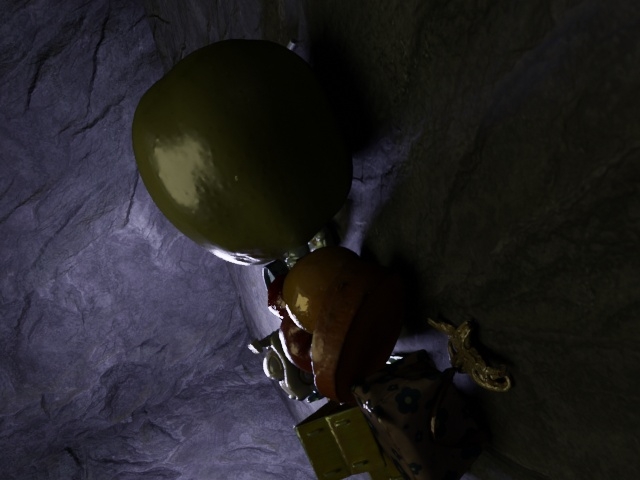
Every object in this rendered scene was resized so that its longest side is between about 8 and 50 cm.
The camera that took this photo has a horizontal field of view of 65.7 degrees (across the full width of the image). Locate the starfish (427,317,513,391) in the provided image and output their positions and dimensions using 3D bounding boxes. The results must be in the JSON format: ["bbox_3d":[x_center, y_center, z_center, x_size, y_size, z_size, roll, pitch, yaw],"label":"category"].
[{"bbox_3d":[0.265,0.209,0.928,0.209,0.053,0.150,49,149,48],"label":"starfish"}]

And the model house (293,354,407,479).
[{"bbox_3d":[0.107,0.489,1.258,0.300,0.324,0.340,67,162,5],"label":"model house"}]

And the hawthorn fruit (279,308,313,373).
[{"bbox_3d":[0.007,0.271,1.467,0.254,0.254,0.300,63,177,15],"label":"hawthorn fruit"}]

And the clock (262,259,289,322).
[{"bbox_3d":[-0.156,0.241,2.120,0.319,0.066,0.319,54,157,34],"label":"clock"}]

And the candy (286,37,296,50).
[{"bbox_3d":[-0.135,-0.411,1.291,0.365,0.124,0.124,-31,81,60],"label":"candy"}]

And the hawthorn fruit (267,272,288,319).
[{"bbox_3d":[-0.095,0.198,1.731,0.181,0.181,0.235,68,161,0],"label":"hawthorn fruit"}]

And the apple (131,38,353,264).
[{"bbox_3d":[-0.151,-0.178,1.057,0.473,0.474,0.473,54,157,35],"label":"apple"}]

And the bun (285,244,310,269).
[{"bbox_3d":[-0.075,0.071,1.667,0.141,0.083,0.140,58,162,31],"label":"bun"}]

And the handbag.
[{"bbox_3d":[0.207,0.364,1.010,0.251,0.193,0.190,61,169,-15],"label":"handbag"}]

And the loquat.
[{"bbox_3d":[0.020,0.127,1.237,0.235,0.235,0.235,54,157,35],"label":"loquat"}]

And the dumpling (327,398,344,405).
[{"bbox_3d":[0.081,0.554,1.780,0.332,0.086,0.166,59,159,24],"label":"dumpling"}]

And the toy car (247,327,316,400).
[{"bbox_3d":[-0.167,0.573,2.271,0.336,0.226,0.242,66,161,8],"label":"toy car"}]

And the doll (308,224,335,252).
[{"bbox_3d":[0.000,0.000,1.401,0.214,0.072,0.103,102,154,-73],"label":"doll"}]

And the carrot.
[{"bbox_3d":[0.082,0.198,1.058,0.100,0.258,0.307,14,91,35],"label":"carrot"}]
